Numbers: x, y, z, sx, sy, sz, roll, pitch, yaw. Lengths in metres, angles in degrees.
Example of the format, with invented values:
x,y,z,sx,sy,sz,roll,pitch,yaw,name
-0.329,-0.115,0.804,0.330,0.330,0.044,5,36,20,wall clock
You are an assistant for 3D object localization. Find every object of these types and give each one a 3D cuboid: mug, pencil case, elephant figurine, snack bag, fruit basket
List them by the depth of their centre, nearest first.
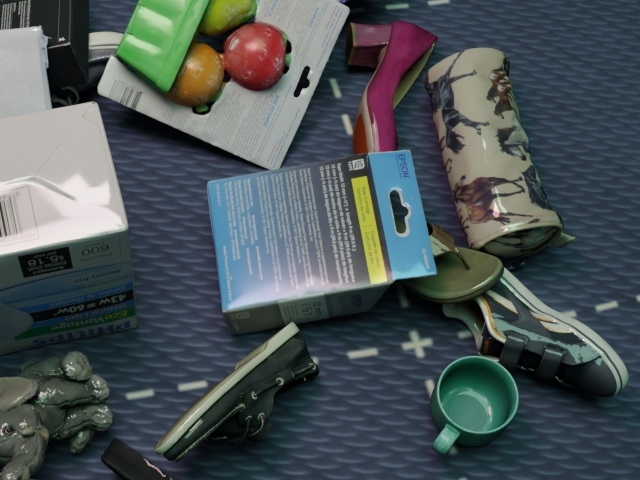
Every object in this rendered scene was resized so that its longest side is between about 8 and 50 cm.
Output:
x,y,z,sx,sy,sz,roll,pitch,yaw,name
-0.435,0.263,1.549,0.239,0.186,0.169,-28,85,-49,elephant figurine
0.227,0.264,1.688,0.157,0.097,0.130,-16,65,-14,mug
-0.593,-0.177,1.736,0.342,0.323,0.037,-3,18,0,snack bag
-0.169,-0.337,1.877,0.353,0.165,0.327,22,94,-21,fruit basket
0.305,-0.156,1.893,0.183,0.160,0.410,7,57,-32,pencil case

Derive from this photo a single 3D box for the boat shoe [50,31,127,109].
x,y,z,sx,sy,sz,roll,pitch,yaw,name
-0.476,-0.243,1.883,0.340,0.127,0.158,-22,69,-7,boat shoe

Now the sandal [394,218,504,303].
x,y,z,sx,sy,sz,roll,pitch,yaw,name
0.160,0.016,1.773,0.302,0.086,0.120,23,55,31,sandal

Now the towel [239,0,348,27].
x,y,z,sx,sy,sz,roll,pitch,yaw,name
-0.039,-0.527,1.994,0.336,0.040,0.243,-29,79,-11,towel

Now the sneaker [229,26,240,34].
x,y,z,sx,sy,sz,roll,pitch,yaw,name
-0.125,-0.468,2.052,0.107,0.100,0.272,2,61,-11,sneaker

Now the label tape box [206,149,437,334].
x,y,z,sx,sy,sz,roll,pitch,yaw,name
0.000,0.000,1.768,0.347,0.115,0.249,-9,62,-1,label tape box

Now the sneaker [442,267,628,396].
x,y,z,sx,sy,sz,roll,pitch,yaw,name
0.339,0.168,1.740,0.321,0.126,0.127,38,58,27,sneaker

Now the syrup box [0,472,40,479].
x,y,z,sx,sy,sz,roll,pitch,yaw,name
-0.428,0.400,1.544,0.236,0.093,0.096,10,61,-1,syrup box

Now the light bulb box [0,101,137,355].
x,y,z,sx,sy,sz,roll,pitch,yaw,name
-0.474,0.006,1.603,0.357,0.361,0.225,-12,65,-12,light bulb box

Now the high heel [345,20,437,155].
x,y,z,sx,sy,sz,roll,pitch,yaw,name
0.151,-0.251,1.952,0.181,0.127,0.377,2,65,-11,high heel

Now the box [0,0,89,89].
x,y,z,sx,sy,sz,roll,pitch,yaw,name
-0.499,-0.377,1.829,0.184,0.103,0.261,-12,54,5,box

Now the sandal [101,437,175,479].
x,y,z,sx,sy,sz,roll,pitch,yaw,name
-0.116,0.401,1.532,0.445,0.167,0.107,33,71,12,sandal

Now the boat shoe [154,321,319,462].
x,y,z,sx,sy,sz,roll,pitch,yaw,name
-0.112,0.251,1.617,0.113,0.127,0.340,51,36,0,boat shoe
